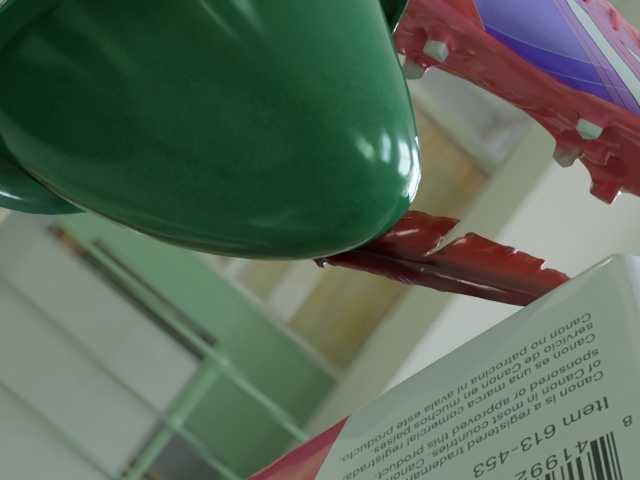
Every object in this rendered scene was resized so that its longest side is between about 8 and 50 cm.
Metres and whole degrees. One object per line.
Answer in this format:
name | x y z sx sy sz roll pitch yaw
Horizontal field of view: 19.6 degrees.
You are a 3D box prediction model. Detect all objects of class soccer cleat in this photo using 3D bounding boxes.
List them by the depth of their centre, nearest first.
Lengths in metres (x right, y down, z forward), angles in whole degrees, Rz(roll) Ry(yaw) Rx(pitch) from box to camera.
soccer cleat | 0.121 -0.090 0.876 0.248 0.095 0.083 28 -15 -12

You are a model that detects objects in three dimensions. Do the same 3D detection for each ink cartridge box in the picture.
ink cartridge box | 0.034 0.137 0.376 0.100 0.172 0.237 47 21 -25

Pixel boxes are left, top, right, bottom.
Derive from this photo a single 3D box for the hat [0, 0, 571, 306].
hat | 0.000 0.000 0.608 0.183 0.208 0.173 62 1 23
